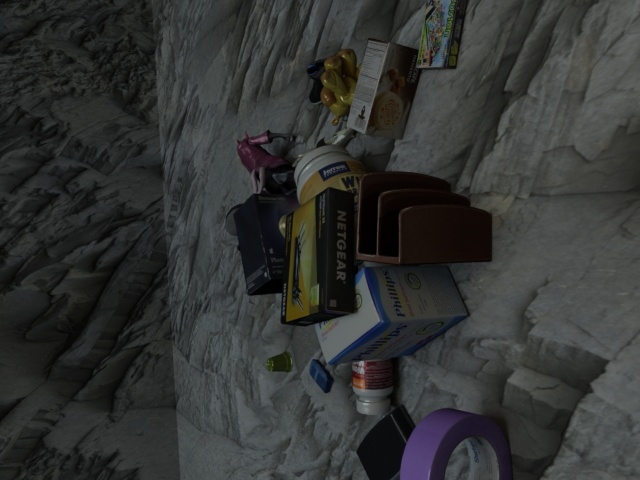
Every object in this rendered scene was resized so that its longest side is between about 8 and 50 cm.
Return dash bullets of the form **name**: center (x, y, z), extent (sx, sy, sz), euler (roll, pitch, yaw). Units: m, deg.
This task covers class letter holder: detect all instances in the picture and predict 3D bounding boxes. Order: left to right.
- **letter holder**: center (0.248, -0.057, 1.229), extent (0.152, 0.301, 0.215), euler (4, 94, 55)

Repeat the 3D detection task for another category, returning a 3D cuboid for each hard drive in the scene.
- **hard drive**: center (0.198, 0.616, 1.528), extent (0.172, 0.054, 0.255), euler (60, 136, 35)

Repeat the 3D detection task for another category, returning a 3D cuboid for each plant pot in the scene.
- **plant pot**: center (-0.163, 0.476, 2.032), extent (0.083, 0.079, 0.083), euler (-1, 89, 56)

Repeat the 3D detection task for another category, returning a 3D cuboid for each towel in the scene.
- **towel**: center (-0.002, 0.476, 1.841), extent (0.119, 0.029, 0.067), euler (41, 124, 47)

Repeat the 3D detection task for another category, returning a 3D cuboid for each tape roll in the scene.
- **tape roll**: center (0.308, 0.524, 1.173), extent (0.090, 0.274, 0.275), euler (-8, 84, 55)

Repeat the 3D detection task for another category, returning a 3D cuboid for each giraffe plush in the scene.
- **giraffe plush**: center (0.072, -0.460, 1.638), extent (0.210, 0.181, 0.170), euler (52, 154, -7)

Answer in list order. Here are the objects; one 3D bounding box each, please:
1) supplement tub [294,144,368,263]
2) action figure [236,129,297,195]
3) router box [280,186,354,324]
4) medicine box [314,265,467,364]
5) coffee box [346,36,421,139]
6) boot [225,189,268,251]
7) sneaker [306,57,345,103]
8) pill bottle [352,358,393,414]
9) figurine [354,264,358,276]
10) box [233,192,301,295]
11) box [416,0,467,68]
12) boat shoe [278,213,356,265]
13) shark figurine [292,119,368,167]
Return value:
- **supplement tub**: center (0.064, -0.109, 1.561), extent (0.228, 0.228, 0.316), euler (-57, 47, 39)
- **action figure**: center (-0.229, -0.278, 1.973), extent (0.370, 0.275, 0.248), euler (45, 133, 29)
- **router box**: center (-0.010, 0.050, 1.338), extent (0.243, 0.080, 0.309), euler (-29, 55, 56)
- **medicine box**: center (0.173, 0.193, 1.351), extent (0.263, 0.289, 0.149), euler (-49, 50, 44)
- **coffee box**: center (0.182, -0.420, 1.464), extent (0.098, 0.141, 0.247), euler (39, 120, 49)
- **boot**: center (-0.308, -0.044, 2.126), extent (0.338, 0.118, 0.223), euler (-37, 38, 47)
- **sneaker**: center (-0.010, -0.541, 1.757), extent (0.217, 0.121, 0.079), euler (-34, 62, 51)
- **pill bottle**: center (0.152, 0.385, 1.533), extent (0.121, 0.121, 0.221), euler (-4, 87, 55)
- **figurine**: center (0.086, 0.214, 1.666), extent (0.209, 0.092, 0.215), euler (-43, 57, 42)
- **box**: center (-0.106, 0.011, 1.750), extent (0.182, 0.296, 0.294), euler (-37, 61, 50)
- **box**: center (0.315, -0.552, 1.357), extent (0.114, 0.036, 0.207), euler (22, 109, 53)
- **boat shoe**: center (0.000, 0.000, 1.643), extent (0.089, 0.285, 0.105), euler (-28, 37, 50)
- **shark figurine**: center (0.058, -0.299, 1.713), extent (0.278, 0.166, 0.116), euler (-29, 92, 34)
